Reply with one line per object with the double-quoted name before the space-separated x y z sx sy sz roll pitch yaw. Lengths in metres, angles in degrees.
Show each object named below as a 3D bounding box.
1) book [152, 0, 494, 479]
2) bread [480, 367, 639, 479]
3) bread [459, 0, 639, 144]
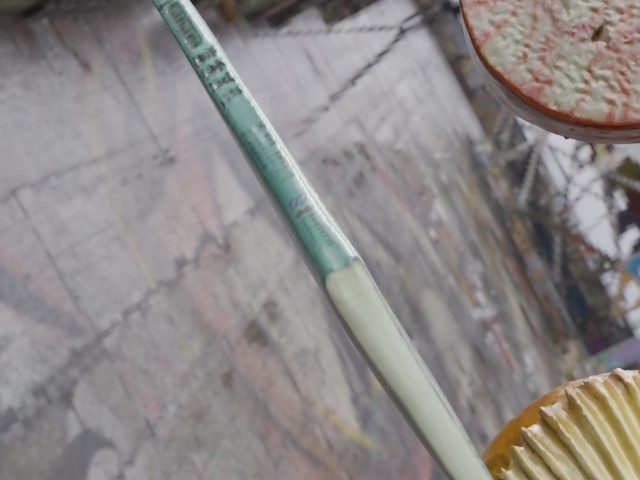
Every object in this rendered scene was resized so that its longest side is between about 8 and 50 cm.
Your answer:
"book" 0.000 0.000 0.983 0.264 0.031 0.379 58 0 -40
"bread" 0.239 0.255 1.250 0.389 0.236 0.183 107 -27 -47
"bread" 0.302 -0.247 1.496 0.114 0.327 0.295 44 65 -76
